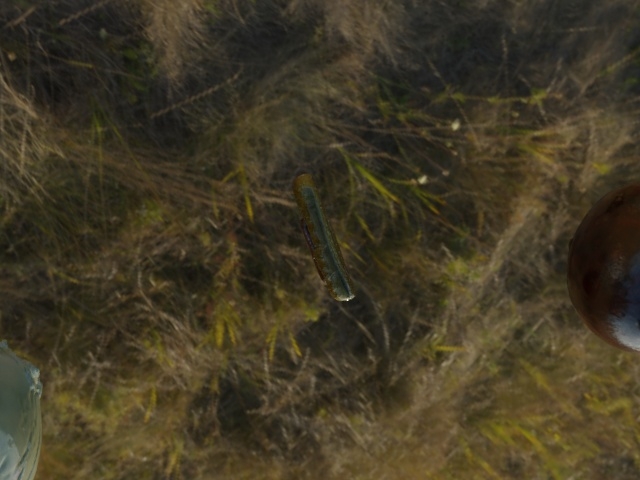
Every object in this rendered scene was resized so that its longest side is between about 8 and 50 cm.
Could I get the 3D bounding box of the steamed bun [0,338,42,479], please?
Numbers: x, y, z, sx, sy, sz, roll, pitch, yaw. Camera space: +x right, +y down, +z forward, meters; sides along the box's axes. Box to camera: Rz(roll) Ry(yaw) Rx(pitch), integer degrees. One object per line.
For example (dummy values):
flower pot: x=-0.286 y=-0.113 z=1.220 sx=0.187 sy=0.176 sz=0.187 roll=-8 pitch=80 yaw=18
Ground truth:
steamed bun: x=-0.503 y=0.229 z=0.941 sx=0.334 sy=0.311 sz=0.233 roll=0 pitch=138 yaw=-15

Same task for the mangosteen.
mangosteen: x=0.282 y=0.035 z=0.644 sx=0.146 sy=0.181 sz=0.156 roll=-46 pitch=130 yaw=8

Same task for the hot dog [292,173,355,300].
hot dog: x=0.000 y=0.000 z=1.289 sx=0.047 sy=0.066 sz=0.215 roll=-19 pitch=103 yaw=7
